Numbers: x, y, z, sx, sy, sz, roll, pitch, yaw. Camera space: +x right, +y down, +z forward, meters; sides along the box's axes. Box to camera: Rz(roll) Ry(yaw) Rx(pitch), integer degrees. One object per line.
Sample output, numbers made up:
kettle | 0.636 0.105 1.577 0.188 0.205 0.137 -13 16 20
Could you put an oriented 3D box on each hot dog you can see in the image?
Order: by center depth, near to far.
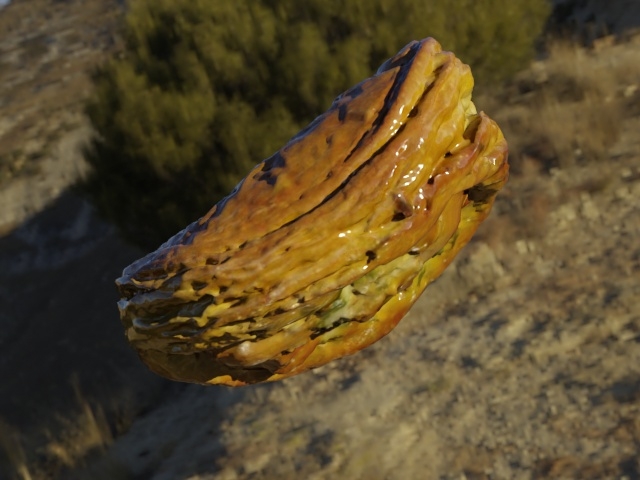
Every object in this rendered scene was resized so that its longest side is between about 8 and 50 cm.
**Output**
hot dog | 0.000 0.000 0.761 0.272 0.122 0.196 -39 -20 -6
